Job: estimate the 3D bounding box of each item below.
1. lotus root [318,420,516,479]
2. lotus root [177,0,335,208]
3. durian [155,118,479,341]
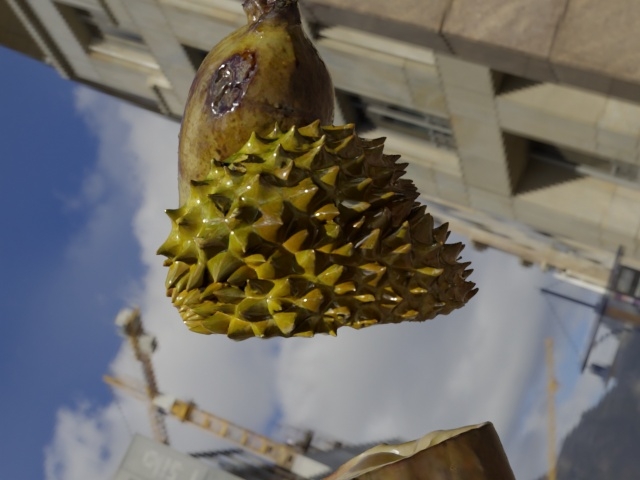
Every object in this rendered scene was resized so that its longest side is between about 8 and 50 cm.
[{"bbox_3d":[0.023,0.210,0.651,0.188,0.180,0.199,-19,-7,-24],"label":"lotus root"},{"bbox_3d":[-0.056,-0.092,0.994,0.145,0.128,0.260,-111,31,-58],"label":"lotus root"},{"bbox_3d":[0.007,-0.007,0.914,0.260,0.154,0.186,-25,-77,-38],"label":"durian"}]
